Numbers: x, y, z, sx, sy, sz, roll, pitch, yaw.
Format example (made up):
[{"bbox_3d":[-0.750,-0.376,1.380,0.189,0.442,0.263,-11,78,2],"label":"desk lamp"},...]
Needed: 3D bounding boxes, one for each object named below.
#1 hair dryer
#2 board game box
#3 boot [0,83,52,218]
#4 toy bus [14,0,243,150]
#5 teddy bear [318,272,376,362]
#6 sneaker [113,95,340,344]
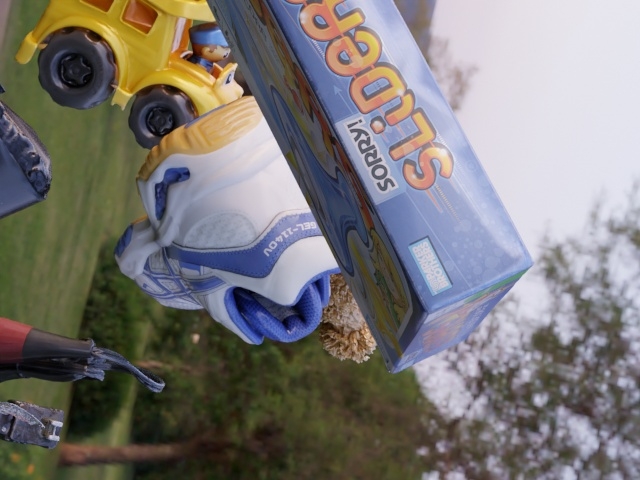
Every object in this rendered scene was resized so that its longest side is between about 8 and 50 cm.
[{"bbox_3d":[-0.273,0.056,0.817,0.223,0.293,0.080,-34,-141,46],"label":"hair dryer"},{"bbox_3d":[-0.001,-0.059,0.388,0.136,0.035,0.201,92,-28,-76],"label":"board game box"},{"bbox_3d":[-0.243,0.010,0.627,0.094,0.207,0.246,117,-52,-85],"label":"boot"},{"bbox_3d":[-0.156,-0.214,1.123,0.211,0.220,0.149,-60,-177,16],"label":"toy bus"},{"bbox_3d":[0.000,0.000,1.341,0.245,0.113,0.338,59,-26,27],"label":"teddy bear"},{"bbox_3d":[-0.060,0.021,0.753,0.112,0.131,0.296,-32,172,-14],"label":"sneaker"}]
